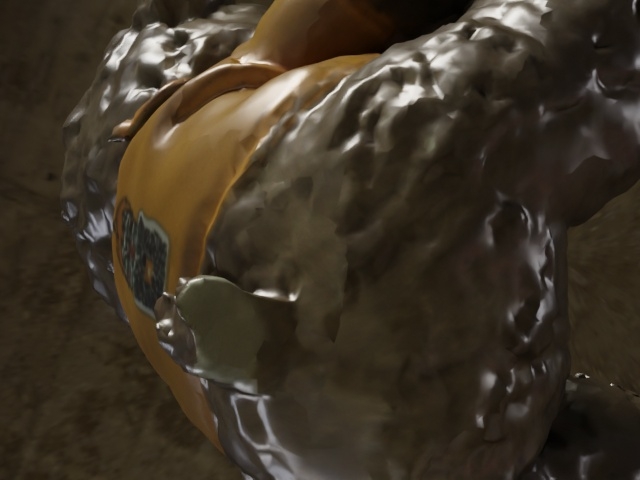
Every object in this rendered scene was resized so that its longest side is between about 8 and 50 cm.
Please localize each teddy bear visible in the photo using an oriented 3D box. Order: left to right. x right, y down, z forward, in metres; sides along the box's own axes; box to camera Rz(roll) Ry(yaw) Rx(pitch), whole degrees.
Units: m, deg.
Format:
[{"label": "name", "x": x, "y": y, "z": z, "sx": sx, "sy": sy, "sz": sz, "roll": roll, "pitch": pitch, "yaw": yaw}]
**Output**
[{"label": "teddy bear", "x": 0.000, "y": 0.000, "z": 0.449, "sx": 0.140, "sy": 0.190, "sz": 0.177, "roll": -11, "pitch": -70, "yaw": -27}]
